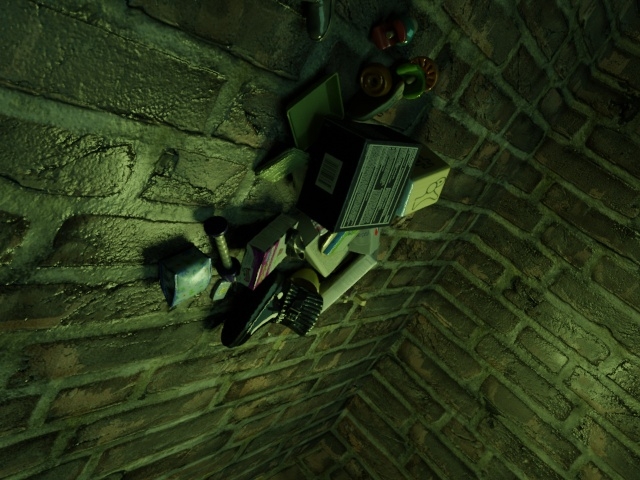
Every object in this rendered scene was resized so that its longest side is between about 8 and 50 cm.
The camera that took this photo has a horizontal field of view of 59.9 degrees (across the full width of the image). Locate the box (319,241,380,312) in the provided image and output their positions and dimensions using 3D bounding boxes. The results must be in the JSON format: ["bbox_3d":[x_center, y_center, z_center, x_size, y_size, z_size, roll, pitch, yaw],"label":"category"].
[{"bbox_3d":[0.106,0.133,2.247,0.322,0.058,0.232,-43,-173,19],"label":"box"}]

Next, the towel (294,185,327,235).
[{"bbox_3d":[0.011,-0.131,1.834,0.144,0.029,0.197,-36,110,-22],"label":"towel"}]

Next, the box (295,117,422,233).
[{"bbox_3d":[0.117,-0.195,1.690,0.294,0.183,0.296,-6,123,-48],"label":"box"}]

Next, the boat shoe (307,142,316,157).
[{"bbox_3d":[0.046,-0.294,1.744,0.206,0.075,0.065,-27,150,-29],"label":"boat shoe"}]

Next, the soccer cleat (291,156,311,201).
[{"bbox_3d":[-0.056,-0.189,1.725,0.068,0.076,0.196,-38,149,-35],"label":"soccer cleat"}]

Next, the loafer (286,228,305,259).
[{"bbox_3d":[-0.074,0.013,1.813,0.062,0.061,0.170,-59,170,-19],"label":"loafer"}]

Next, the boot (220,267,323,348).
[{"bbox_3d":[-0.168,0.290,2.021,0.348,0.131,0.260,-50,124,2],"label":"boot"}]

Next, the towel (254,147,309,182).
[{"bbox_3d":[-0.110,-0.220,1.609,0.148,0.027,0.110,-32,161,20],"label":"towel"}]

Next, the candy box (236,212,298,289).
[{"bbox_3d":[-0.169,0.030,1.778,0.233,0.071,0.159,-47,162,-54],"label":"candy box"}]

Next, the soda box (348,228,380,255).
[{"bbox_3d":[0.175,-0.096,2.066,0.098,0.091,0.286,-34,134,-59],"label":"soda box"}]

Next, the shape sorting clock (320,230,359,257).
[{"bbox_3d":[0.078,-0.019,1.950,0.206,0.040,0.206,-41,163,-15],"label":"shape sorting clock"}]

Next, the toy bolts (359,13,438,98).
[{"bbox_3d":[0.230,-0.544,1.633,0.158,0.218,0.228,-41,123,-45],"label":"toy bolts"}]

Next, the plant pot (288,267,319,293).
[{"bbox_3d":[-0.060,0.161,2.157,0.095,0.134,0.134,-66,174,-48],"label":"plant pot"}]

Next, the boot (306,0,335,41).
[{"bbox_3d":[-0.048,-0.552,1.254,0.208,0.076,0.189,-24,131,-52],"label":"boot"}]

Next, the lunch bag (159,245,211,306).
[{"bbox_3d":[-0.389,0.109,1.603,0.129,0.096,0.151,-28,137,-37],"label":"lunch bag"}]

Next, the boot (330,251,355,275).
[{"bbox_3d":[0.116,0.018,2.229,0.305,0.115,0.112,-45,152,-9],"label":"boot"}]

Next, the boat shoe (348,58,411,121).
[{"bbox_3d":[0.205,-0.452,1.737,0.285,0.105,0.089,-41,150,-17],"label":"boat shoe"}]

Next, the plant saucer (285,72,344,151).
[{"bbox_3d":[-0.022,-0.367,1.574,0.188,0.045,0.188,-41,153,-14],"label":"plant saucer"}]

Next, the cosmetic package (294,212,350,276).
[{"bbox_3d":[0.000,0.000,2.028,0.160,0.113,0.309,-45,153,-8],"label":"cosmetic package"}]

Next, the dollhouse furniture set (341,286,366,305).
[{"bbox_3d":[0.177,0.278,2.673,0.081,0.114,0.091,-23,142,-48],"label":"dollhouse furniture set"}]

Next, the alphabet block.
[{"bbox_3d":[0.338,-0.237,2.107,0.197,0.193,0.192,-22,146,-30],"label":"alphabet block"}]

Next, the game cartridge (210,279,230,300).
[{"bbox_3d":[-0.333,0.165,1.852,0.056,0.017,0.083,-4,130,-50],"label":"game cartridge"}]

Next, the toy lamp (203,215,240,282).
[{"bbox_3d":[-0.293,0.037,1.676,0.080,0.080,0.274,-37,149,-21],"label":"toy lamp"}]
